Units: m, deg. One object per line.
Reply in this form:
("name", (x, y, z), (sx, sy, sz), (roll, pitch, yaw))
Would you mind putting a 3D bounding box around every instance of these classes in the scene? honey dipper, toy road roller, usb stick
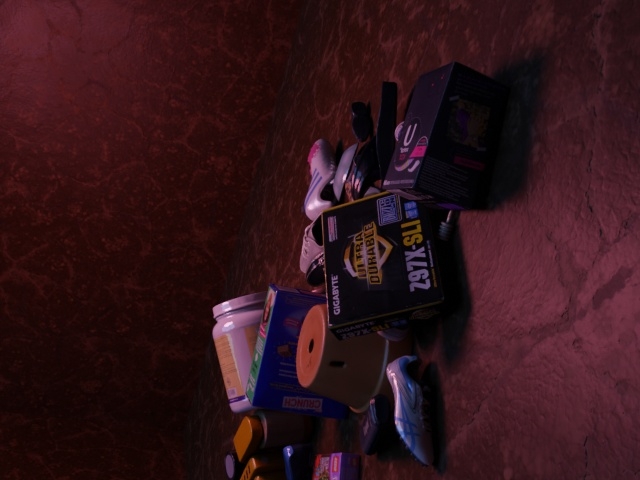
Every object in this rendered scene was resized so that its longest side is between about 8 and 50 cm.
("honey dipper", (0.291, -0.078, 1.486), (0.030, 0.030, 0.160), (-140, 67, -70))
("toy road roller", (-0.142, 0.684, 2.082), (0.240, 0.202, 0.329), (61, 139, 43))
("usb stick", (0.121, 0.416, 1.533), (0.278, 0.045, 0.077), (95, 175, -61))

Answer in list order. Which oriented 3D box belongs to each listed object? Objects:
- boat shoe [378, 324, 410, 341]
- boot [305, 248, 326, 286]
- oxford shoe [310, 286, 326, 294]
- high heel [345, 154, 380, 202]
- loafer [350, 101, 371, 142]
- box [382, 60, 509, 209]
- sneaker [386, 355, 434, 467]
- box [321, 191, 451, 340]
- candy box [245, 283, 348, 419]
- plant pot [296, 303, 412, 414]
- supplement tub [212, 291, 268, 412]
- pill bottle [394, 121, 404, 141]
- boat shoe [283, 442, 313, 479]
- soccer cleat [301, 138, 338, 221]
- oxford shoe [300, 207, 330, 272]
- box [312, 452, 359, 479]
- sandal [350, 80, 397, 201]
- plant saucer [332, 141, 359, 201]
("boat shoe", (0.179, 0.077, 1.594), (0.103, 0.118, 0.320), (129, 157, -53))
("boot", (0.042, 0.098, 1.929), (0.236, 0.085, 0.178), (-38, 29, 28))
("oxford shoe", (-0.021, 0.254, 2.141), (0.348, 0.123, 0.130), (120, 136, -54))
("high heel", (0.123, -0.091, 1.970), (0.186, 0.093, 0.261), (97, 168, -65))
("loafer", (0.126, -0.361, 2.147), (0.061, 0.062, 0.170), (88, -178, -49))
("box", (0.258, -0.211, 1.433), (0.270, 0.143, 0.165), (-71, 18, -3))
("sneaker", (0.198, 0.347, 1.422), (0.086, 0.085, 0.237), (-30, 51, 24))
("box", (0.137, 0.043, 1.530), (0.079, 0.257, 0.322), (57, -156, -50))
("candy box", (-0.036, 0.301, 1.856), (0.122, 0.268, 0.317), (-161, 83, -76))
("plant pot", (0.068, 0.269, 1.663), (0.291, 0.203, 0.290), (-167, 90, -72))
("supplement tub", (-0.197, 0.345, 2.120), (0.241, 0.241, 0.331), (142, 115, -64))
("pill bottle", (0.233, -0.251, 1.708), (0.120, 0.067, 0.067), (-112, 37, -61))
("boat shoe", (-0.045, 0.670, 1.930), (0.258, 0.089, 0.109), (88, 161, -44))
("soccer cleat", (0.029, -0.211, 2.290), (0.143, 0.116, 0.331), (-20, 50, 39))
("oxford shoe", (0.000, 0.000, 2.176), (0.449, 0.130, 0.169), (143, 134, -66))
("box", (0.028, 0.697, 1.748), (0.201, 0.057, 0.293), (139, 140, -62))
("sandal", (0.141, -0.201, 1.812), (0.167, 0.107, 0.445), (61, -147, -75))
("plant saucer", (0.073, -0.218, 2.128), (0.195, 0.037, 0.195), (19, -90, -87))
